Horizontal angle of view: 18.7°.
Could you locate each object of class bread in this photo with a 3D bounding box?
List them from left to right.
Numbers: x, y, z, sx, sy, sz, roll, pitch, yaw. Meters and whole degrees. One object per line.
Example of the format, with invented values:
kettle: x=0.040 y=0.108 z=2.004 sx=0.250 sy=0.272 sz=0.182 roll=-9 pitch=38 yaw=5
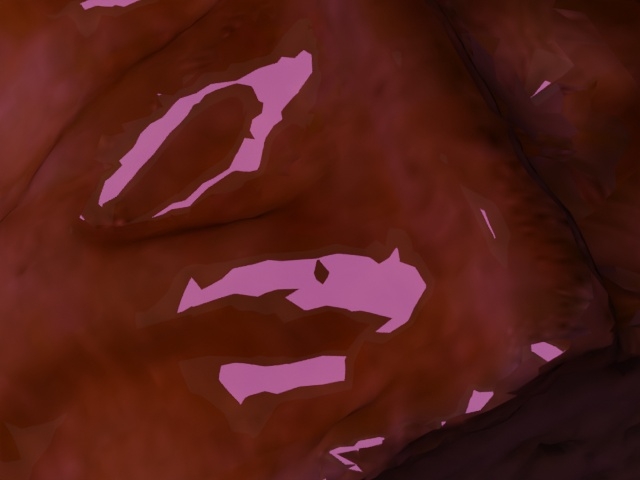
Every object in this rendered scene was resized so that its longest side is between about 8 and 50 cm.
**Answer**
bread: x=0.005 y=-0.004 z=0.482 sx=0.252 sy=0.239 sz=0.196 roll=58 pitch=133 yaw=35
